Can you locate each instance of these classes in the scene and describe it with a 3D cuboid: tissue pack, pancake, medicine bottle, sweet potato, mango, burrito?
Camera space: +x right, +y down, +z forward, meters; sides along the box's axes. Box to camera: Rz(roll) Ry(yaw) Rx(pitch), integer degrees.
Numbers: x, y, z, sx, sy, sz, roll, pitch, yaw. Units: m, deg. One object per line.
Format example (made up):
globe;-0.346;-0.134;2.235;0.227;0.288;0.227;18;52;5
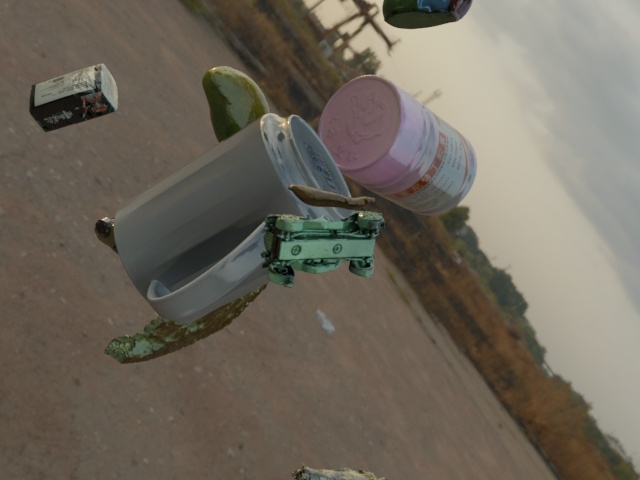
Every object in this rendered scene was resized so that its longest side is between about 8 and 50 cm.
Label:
tissue pack;-0.537;-0.311;1.550;0.090;0.170;0.103;68;7;-52
pancake;-0.244;0.131;1.388;0.054;0.377;0.197;51;-24;24
medicine bottle;0.163;-0.183;1.442;0.316;0.202;0.202;20;34;-50
sweet potato;0.013;-0.054;0.929;0.115;0.026;0.026;11;12;0
mango;-0.158;-0.253;1.401;0.086;0.122;0.191;30;-43;54
burrito;0.022;0.407;1.188;0.230;0.058;0.063;14;45;-46

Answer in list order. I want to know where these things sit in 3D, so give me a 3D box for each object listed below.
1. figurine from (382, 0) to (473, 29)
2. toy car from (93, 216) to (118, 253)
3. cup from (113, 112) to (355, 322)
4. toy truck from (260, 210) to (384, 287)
figurine;0.205;-0.531;1.356;0.127;0.185;0.234;24;74;-53
toy car;-0.377;-0.006;1.570;0.101;0.257;0.124;-37;121;-53
cup;-0.133;-0.019;1.109;0.236;0.327;0.322;55;18;-24
toy truck;-0.001;0.000;0.838;0.154;0.080;0.078;-4;24;-32
